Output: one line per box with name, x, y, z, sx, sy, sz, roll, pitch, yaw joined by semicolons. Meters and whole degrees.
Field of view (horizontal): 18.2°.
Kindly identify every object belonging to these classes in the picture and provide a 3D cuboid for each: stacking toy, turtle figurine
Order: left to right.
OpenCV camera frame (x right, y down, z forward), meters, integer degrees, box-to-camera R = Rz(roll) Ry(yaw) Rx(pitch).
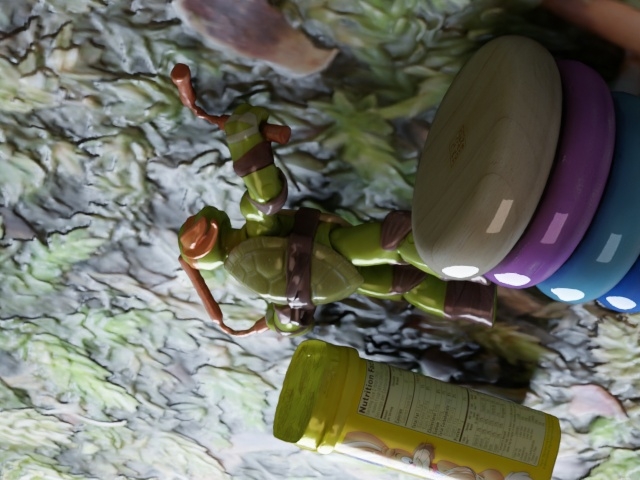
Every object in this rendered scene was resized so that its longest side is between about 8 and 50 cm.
turtle figurine;0.000;0.000;1.231;0.217;0.087;0.269;5;141;9
stacking toy;0.226;-0.004;1.148;0.330;0.141;0.141;17;142;-16

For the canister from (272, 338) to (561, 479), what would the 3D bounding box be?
canister;0.065;0.125;1.353;0.170;0.073;0.126;17;174;-11
